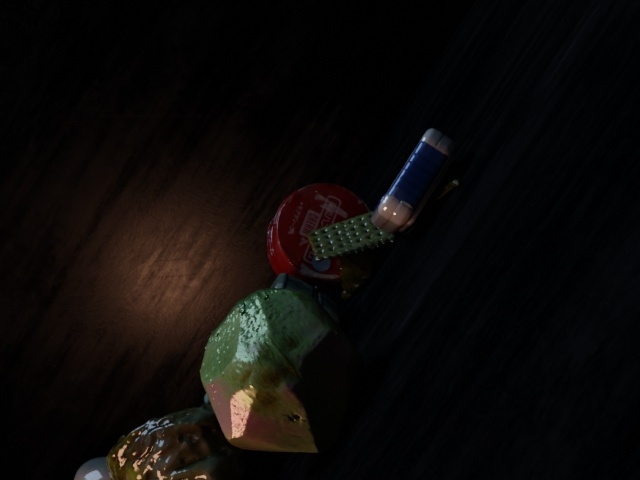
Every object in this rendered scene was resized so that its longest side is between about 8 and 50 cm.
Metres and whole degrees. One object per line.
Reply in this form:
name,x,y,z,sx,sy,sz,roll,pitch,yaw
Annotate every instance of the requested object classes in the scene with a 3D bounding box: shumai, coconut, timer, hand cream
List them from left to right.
shumai,-0.197,0.438,1.637,0.309,0.304,0.263,111,152,-56
coconut,-0.051,0.192,1.354,0.236,0.236,0.204,-59,-19,-26
hand cream,0.000,0.000,2.116,0.230,0.230,0.149,-58,1,-19
timer,0.169,-0.097,1.764,0.178,0.078,0.253,-57,-2,-2

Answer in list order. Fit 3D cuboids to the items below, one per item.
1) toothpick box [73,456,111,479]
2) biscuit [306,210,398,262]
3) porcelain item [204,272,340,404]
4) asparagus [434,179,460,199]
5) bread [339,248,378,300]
toothpick box,-0.366,0.542,1.842,0.229,0.229,0.316,138,142,-76
biscuit,0.076,-0.014,1.946,0.203,0.016,0.144,-16,27,-1
porcelain item,-0.084,0.216,1.884,0.286,0.157,0.281,-58,2,3
asparagus,0.216,-0.088,1.659,0.114,0.014,0.015,133,129,-75
bread,0.059,0.053,1.985,0.109,0.080,0.084,-50,5,44
